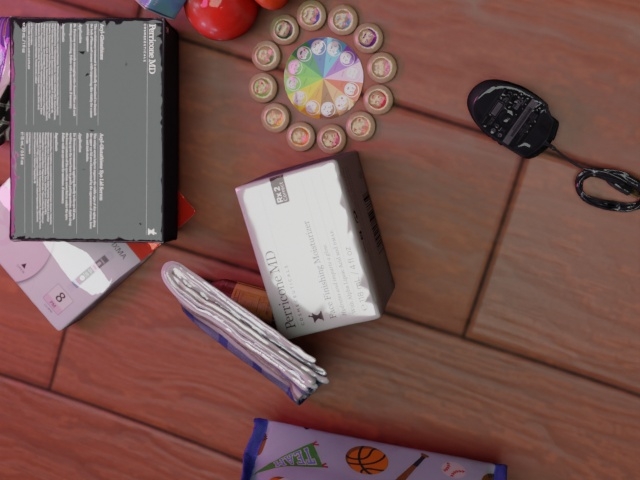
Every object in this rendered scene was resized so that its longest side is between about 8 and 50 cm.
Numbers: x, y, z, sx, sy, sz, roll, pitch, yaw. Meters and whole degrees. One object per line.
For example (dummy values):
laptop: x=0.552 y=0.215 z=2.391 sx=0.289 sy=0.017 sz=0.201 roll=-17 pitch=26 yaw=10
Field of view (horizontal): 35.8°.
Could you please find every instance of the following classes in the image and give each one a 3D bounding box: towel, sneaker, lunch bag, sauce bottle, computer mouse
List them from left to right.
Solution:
sneaker: x=-0.404 y=-0.200 z=1.255 sx=0.071 sy=0.068 sz=0.170 roll=19 pitch=93 yaw=22
sauce bottle: x=-0.105 y=0.072 z=1.245 sx=0.128 sy=0.042 sz=0.042 roll=15 pitch=101 yaw=10
towel: x=-0.088 y=0.114 z=1.132 sx=0.209 sy=0.285 sz=0.034 roll=36 pitch=78 yaw=4
lunch bag: x=0.036 y=0.451 z=1.187 sx=0.327 sy=0.239 sz=0.386 roll=12 pitch=117 yaw=8
computer mouse: x=0.276 y=-0.109 z=1.153 sx=0.242 sy=0.041 sz=0.071 roll=35 pitch=112 yaw=-3

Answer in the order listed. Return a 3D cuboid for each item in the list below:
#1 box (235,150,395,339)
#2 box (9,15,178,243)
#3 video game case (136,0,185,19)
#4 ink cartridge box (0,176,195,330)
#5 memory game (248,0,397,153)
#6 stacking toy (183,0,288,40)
box: x=0.000 y=0.000 z=1.141 sx=0.119 sy=0.182 sz=0.181 roll=-15 pitch=96 yaw=12
box: x=-0.267 y=-0.129 z=1.188 sx=0.184 sy=0.103 sz=0.261 roll=1 pitch=93 yaw=4
video game case: x=-0.187 y=-0.431 z=1.132 sx=0.244 sy=0.061 sz=0.270 roll=42 pitch=105 yaw=24
ink cartridge box: x=-0.306 y=-0.028 z=1.260 sx=0.232 sy=0.066 sz=0.189 roll=-40 pitch=90 yaw=18
memory game: x=0.001 y=-0.195 z=1.197 sx=0.186 sy=0.012 sz=0.186 roll=1 pitch=99 yaw=10
stacking toy: x=-0.016 y=-0.340 z=1.131 sx=0.330 sy=0.141 sz=0.141 roll=-29 pitch=93 yaw=20
